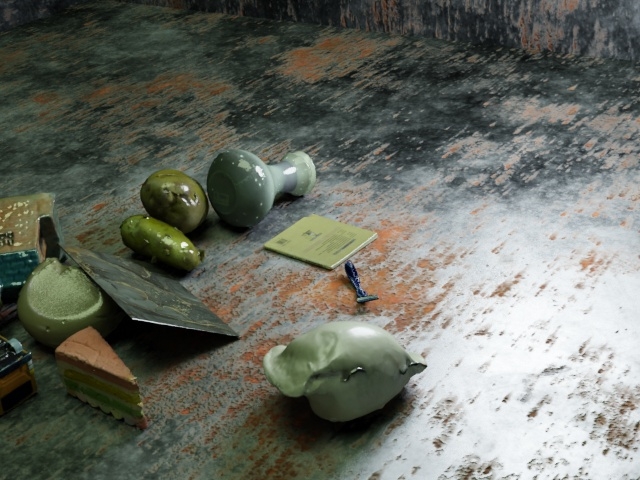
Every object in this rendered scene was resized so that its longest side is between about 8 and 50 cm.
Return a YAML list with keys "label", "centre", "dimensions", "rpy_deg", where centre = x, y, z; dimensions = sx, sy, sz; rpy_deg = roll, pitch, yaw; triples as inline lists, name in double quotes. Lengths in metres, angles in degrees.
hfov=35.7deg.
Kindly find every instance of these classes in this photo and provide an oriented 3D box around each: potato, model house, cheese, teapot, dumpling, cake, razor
- label: "potato"
  centre: [-0.346, 0.005, 2.149]
  dimensions: [0.225, 0.090, 0.117]
  rpy_deg: [23, 0, 35]
- label: "model house"
  centre: [-0.667, 0.083, 2.034]
  dimensions: [0.267, 0.194, 0.325]
  rpy_deg: [-7, 42, -6]
- label: "potato"
  centre: [-0.331, -0.091, 2.264]
  dimensions: [0.137, 0.154, 0.200]
  rpy_deg: [-27, 11, -4]
- label: "cheese"
  centre: [-0.477, 0.129, 1.923]
  dimensions: [0.202, 0.091, 0.175]
  rpy_deg: [13, 59, 15]
- label: "teapot"
  centre: [-0.132, -0.134, 2.309]
  dimensions: [0.251, 0.183, 0.183]
  rpy_deg: [-17, 28, -42]
- label: "dumpling"
  centre: [0.031, 0.217, 1.674]
  dimensions: [0.227, 0.243, 0.175]
  rpy_deg: [5, 66, 54]
- label: "cake"
  centre: [-0.379, 0.244, 1.714]
  dimensions: [0.090, 0.109, 0.225]
  rpy_deg: [-22, 32, -27]
- label: "razor"
  centre: [0.074, 0.088, 1.992]
  dimensions: [0.044, 0.028, 0.154]
  rpy_deg: [-12, 30, -10]

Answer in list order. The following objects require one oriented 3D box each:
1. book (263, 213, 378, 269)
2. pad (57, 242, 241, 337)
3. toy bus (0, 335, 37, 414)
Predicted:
- label: "book"
  centre: [0.000, 0.000, 2.182]
  dimensions: [0.192, 0.013, 0.168]
  rpy_deg: [18, 37, 36]
- label: "pad"
  centre: [-0.340, 0.095, 1.946]
  dimensions: [0.247, 0.007, 0.367]
  rpy_deg: [15, 11, -39]
- label: "toy bus"
  centre: [-0.611, 0.221, 1.796]
  dimensions: [0.201, 0.114, 0.098]
  rpy_deg: [22, 40, 33]
